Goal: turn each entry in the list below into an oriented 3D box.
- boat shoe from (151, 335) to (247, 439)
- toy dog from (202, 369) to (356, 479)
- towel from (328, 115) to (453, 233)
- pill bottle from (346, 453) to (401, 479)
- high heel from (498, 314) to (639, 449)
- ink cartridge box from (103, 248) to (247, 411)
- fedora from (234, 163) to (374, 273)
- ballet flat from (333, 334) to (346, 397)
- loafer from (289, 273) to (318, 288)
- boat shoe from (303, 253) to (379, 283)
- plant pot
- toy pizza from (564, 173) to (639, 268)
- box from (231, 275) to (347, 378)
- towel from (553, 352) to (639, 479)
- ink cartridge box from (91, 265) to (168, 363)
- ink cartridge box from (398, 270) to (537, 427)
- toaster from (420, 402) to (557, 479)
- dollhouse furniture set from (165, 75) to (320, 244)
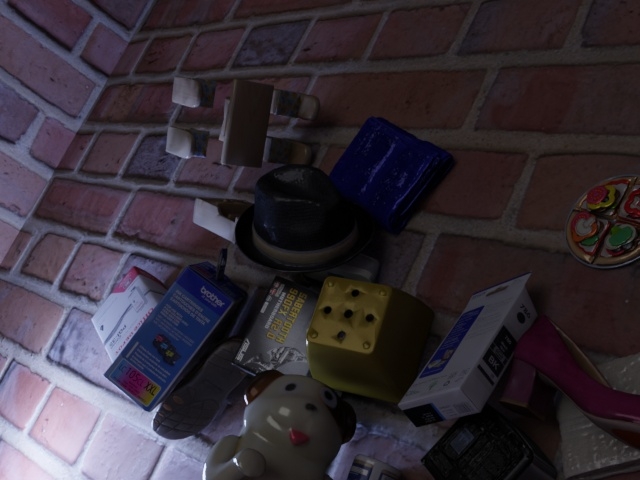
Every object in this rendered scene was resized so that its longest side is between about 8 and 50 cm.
[{"bbox_3d":[-0.279,0.355,2.075,0.324,0.123,0.116,-43,13,13],"label":"boat shoe"},{"bbox_3d":[-0.082,0.460,1.662,0.285,0.395,0.407,24,87,8],"label":"toy dog"},{"bbox_3d":[0.152,-0.171,2.055,0.227,0.076,0.308,-51,38,1],"label":"towel"},{"bbox_3d":[0.080,0.495,1.606,0.094,0.094,0.169,4,64,47],"label":"pill bottle"},{"bbox_3d":[0.457,0.213,1.347,0.377,0.127,0.181,8,65,46],"label":"high heel"},{"bbox_3d":[-0.325,0.200,2.100,0.395,0.151,0.270,-51,-1,1],"label":"ink cartridge box"},{"bbox_3d":[-0.045,-0.070,1.945,0.334,0.152,0.334,-6,37,5],"label":"fedora"},{"bbox_3d":[0.012,0.301,1.838,0.091,0.077,0.240,1,62,46],"label":"ballet flat"},{"bbox_3d":[0.000,0.000,2.063,0.087,0.094,0.251,-5,58,48],"label":"loafer"},{"bbox_3d":[0.029,0.047,1.974,0.228,0.079,0.081,16,51,21],"label":"boat shoe"},{"bbox_3d":[0.082,0.182,1.717,0.212,0.187,0.212,9,67,25],"label":"plant pot"},{"bbox_3d":[0.544,-0.041,1.596,0.201,0.032,0.201,-26,46,30],"label":"toy pizza"},{"bbox_3d":[-0.070,0.217,1.945,0.183,0.056,0.231,22,77,26],"label":"box"},{"bbox_3d":[0.512,0.270,1.382,0.282,0.049,0.187,-25,45,32],"label":"towel"},{"bbox_3d":[-0.496,0.225,2.364,0.207,0.117,0.283,-51,34,1],"label":"ink cartridge box"},{"bbox_3d":[0.284,0.194,1.560,0.165,0.065,0.332,-30,14,50],"label":"ink cartridge box"},{"bbox_3d":[0.290,0.379,1.471,0.185,0.110,0.168,-49,39,5],"label":"toaster"},{"bbox_3d":[-0.182,-0.207,2.214,0.256,0.362,0.393,24,108,52],"label":"dollhouse furniture set"}]
